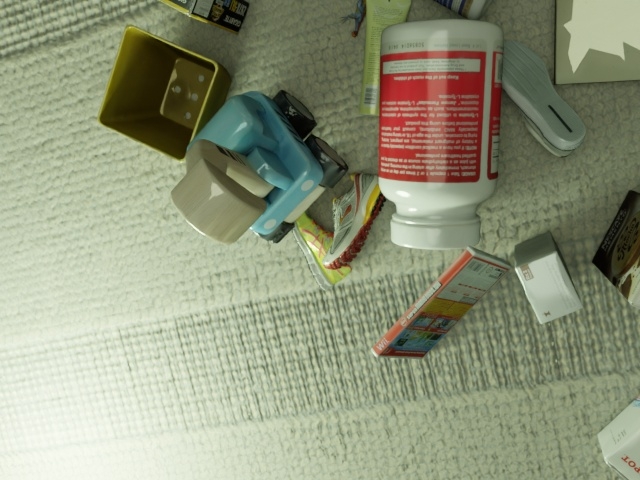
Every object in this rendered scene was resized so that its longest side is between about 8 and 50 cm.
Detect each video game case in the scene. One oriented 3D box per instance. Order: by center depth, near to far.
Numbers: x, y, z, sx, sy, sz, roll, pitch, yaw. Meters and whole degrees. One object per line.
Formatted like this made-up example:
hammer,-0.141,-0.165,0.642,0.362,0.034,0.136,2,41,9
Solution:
video game case,0.248,0.135,1.356,0.285,0.204,0.025,-50,58,16

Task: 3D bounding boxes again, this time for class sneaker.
sneaker,0.407,-0.266,1.294,0.094,0.091,0.258,-23,71,-6
sneaker,0.060,-0.041,1.413,0.092,0.088,0.225,24,77,17
sneaker,0.000,0.000,1.460,0.094,0.081,0.209,-26,97,6

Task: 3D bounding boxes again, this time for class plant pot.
plant pot,-0.306,-0.306,1.419,0.212,0.187,0.212,25,105,8

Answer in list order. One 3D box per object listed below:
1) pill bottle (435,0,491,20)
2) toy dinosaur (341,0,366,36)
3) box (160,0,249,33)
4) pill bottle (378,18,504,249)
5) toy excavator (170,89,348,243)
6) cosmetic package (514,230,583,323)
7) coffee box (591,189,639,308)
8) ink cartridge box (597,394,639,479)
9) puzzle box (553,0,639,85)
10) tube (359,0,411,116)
pill bottle,0.217,-0.541,1.262,0.264,0.153,0.153,31,106,7
toy dinosaur,0.082,-0.461,1.372,0.090,0.047,0.082,-9,116,5
box,-0.332,-0.533,1.350,0.321,0.257,0.079,28,107,7
pill bottle,0.225,-0.198,1.281,0.228,0.229,0.408,3,101,14
toy excavator,-0.145,-0.135,1.221,0.222,0.445,0.433,-45,57,18
cosmetic package,0.428,0.064,1.274,0.085,0.231,0.117,-25,94,17
coffee box,0.601,0.022,1.189,0.118,0.297,0.168,23,104,6
ink cartridge box,0.722,0.381,1.315,0.201,0.117,0.278,41,106,5
puzzle box,0.642,-0.432,1.226,0.408,0.052,0.272,0,100,14
tube,0.125,-0.373,1.369,0.062,0.070,0.240,16,103,45
